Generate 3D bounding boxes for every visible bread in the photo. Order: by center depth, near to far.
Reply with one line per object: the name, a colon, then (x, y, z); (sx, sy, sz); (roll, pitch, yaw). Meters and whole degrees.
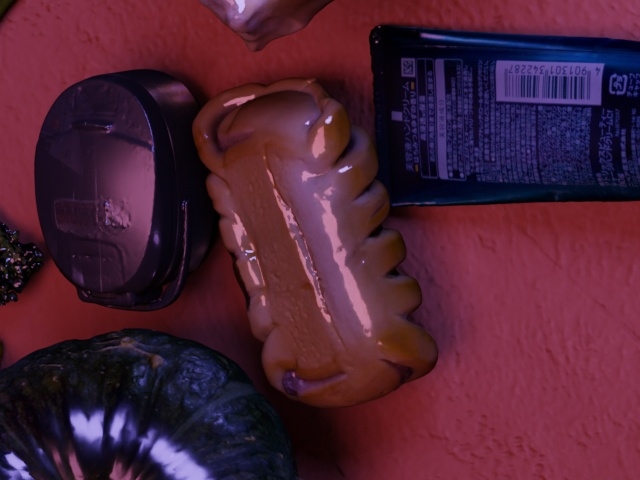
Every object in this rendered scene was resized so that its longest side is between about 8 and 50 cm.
bread: (0.000, 0.000, 1.287); (0.134, 0.081, 0.225); (-11, 97, 45)

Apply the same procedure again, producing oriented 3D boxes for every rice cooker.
rice cooker: (-0.131, -0.036, 1.343); (0.112, 0.106, 0.165); (6, 110, 28)

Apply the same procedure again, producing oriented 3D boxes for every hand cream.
hand cream: (0.143, -0.074, 1.207); (0.270, 0.061, 0.120); (4, 104, 34)

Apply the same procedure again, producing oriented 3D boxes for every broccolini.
broccolini: (-0.242, -0.065, 1.433); (0.123, 0.062, 0.271); (22, 111, 12)

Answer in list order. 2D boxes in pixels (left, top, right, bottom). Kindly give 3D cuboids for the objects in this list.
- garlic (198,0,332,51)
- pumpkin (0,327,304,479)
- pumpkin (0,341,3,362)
garlic: (0.031, -0.297, 1.100); (0.231, 0.246, 0.340); (56, 142, 16)
pumpkin: (-0.166, 0.168, 1.323); (0.263, 0.293, 0.197); (101, 147, -62)
pumpkin: (-0.288, 0.163, 1.445); (0.130, 0.149, 0.254); (-40, 77, 22)
